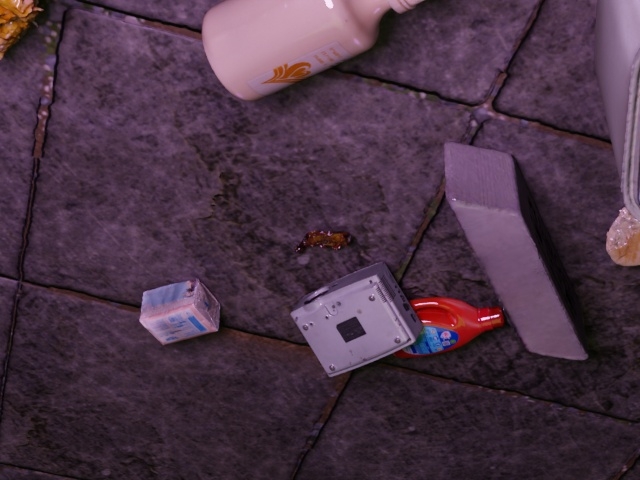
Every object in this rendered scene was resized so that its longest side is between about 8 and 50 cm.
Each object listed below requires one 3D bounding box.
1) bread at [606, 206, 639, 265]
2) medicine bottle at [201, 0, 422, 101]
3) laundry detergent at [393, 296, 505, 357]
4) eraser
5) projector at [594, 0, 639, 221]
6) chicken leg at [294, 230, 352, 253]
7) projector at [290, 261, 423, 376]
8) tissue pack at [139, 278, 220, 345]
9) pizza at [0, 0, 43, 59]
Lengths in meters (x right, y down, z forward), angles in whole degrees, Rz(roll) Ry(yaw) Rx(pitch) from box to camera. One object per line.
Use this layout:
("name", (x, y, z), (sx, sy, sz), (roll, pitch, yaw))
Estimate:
("bread", (0.475, -0.040, 1.401), (0.182, 0.039, 0.251), (14, 135, -10))
("medicine bottle", (0.004, -0.240, 1.184), (0.252, 0.114, 0.114), (-21, 130, 24))
("laundry detergent", (0.173, 0.114, 1.586), (0.165, 0.049, 0.097), (-13, 127, 14))
("eraser", (0.253, 0.021, 1.432), (0.077, 0.111, 0.352), (-16, 133, 21))
("projector", (0.408, -0.176, 1.105), (0.249, 0.249, 0.248), (-2, 130, 7))
("chicken leg", (0.001, -0.001, 1.498), (0.083, 0.021, 0.036), (-8, 144, 14))
("projector", (0.048, 0.110, 1.551), (0.147, 0.061, 0.115), (-26, 101, 27))
("tissue pack", (-0.196, 0.101, 1.594), (0.094, 0.058, 0.074), (-16, 134, 21))
("pizza", (-0.366, -0.281, 1.118), (0.226, 0.086, 0.335), (37, 160, 29))
